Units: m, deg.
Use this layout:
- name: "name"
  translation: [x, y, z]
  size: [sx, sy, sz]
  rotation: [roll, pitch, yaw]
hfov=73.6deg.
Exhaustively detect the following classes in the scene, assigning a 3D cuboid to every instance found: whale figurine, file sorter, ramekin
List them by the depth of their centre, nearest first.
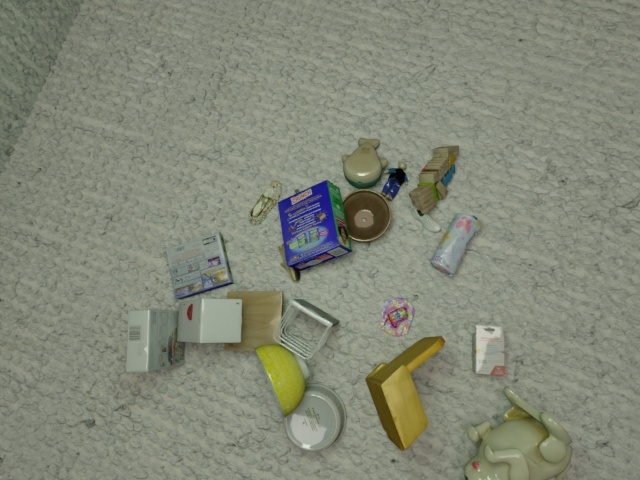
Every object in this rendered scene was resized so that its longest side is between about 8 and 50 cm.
- name: "ramekin"
  translation: [-0.032, 0.737, 1.765]
  size: [0.272, 0.127, 0.273]
  rotation: [-1, 79, 7]
- name: "file sorter"
  translation: [-0.057, 0.362, 1.770]
  size: [0.192, 0.277, 0.173]
  rotation: [30, 88, 11]
- name: "whale figurine"
  translation: [0.204, -0.353, 1.969]
  size: [0.216, 0.141, 0.272]
  rotation: [6, 55, 11]

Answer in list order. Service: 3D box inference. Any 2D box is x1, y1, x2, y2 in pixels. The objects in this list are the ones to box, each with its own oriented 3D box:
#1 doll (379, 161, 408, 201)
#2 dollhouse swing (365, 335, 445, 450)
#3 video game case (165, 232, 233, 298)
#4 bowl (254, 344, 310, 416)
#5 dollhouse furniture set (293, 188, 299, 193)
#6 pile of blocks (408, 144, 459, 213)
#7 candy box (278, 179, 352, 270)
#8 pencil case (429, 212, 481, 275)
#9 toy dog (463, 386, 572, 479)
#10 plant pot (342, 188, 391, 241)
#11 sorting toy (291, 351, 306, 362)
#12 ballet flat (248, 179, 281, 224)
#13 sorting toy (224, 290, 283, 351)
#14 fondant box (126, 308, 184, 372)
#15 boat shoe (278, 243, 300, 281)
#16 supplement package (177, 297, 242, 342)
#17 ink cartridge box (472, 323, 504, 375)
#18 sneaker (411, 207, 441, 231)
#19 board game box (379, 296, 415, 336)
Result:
- name: "doll"
  translation: [0.340, -0.280, 1.962]
  size: [0.129, 0.046, 0.189]
  rotation: [32, 81, -9]
- name: "dollhouse swing"
  translation: [0.365, 0.573, 1.651]
  size: [0.304, 0.347, 0.315]
  rotation: [-19, 77, -9]
- name: "video game case"
  translation: [-0.560, 0.119, 1.981]
  size: [0.269, 0.061, 0.244]
  rotation: [-17, 76, 3]
- name: "bowl"
  translation: [-0.134, 0.524, 1.693]
  size: [0.156, 0.289, 0.290]
  rotation: [-24, 77, -16]
- name: "dollhouse furniture set"
  translation: [-0.060, -0.223, 1.981]
  size: [0.114, 0.081, 0.091]
  rotation: [-25, 77, 1]
- name: "pile of blocks"
  translation: [0.506, -0.278, 1.930]
  size: [0.112, 0.149, 0.362]
  rotation: [13, 63, 52]
- name: "candy box"
  translation: [-0.030, -0.063, 1.852]
  size: [0.268, 0.122, 0.317]
  rotation: [-22, 65, 25]
- name: "pencil case"
  translation: [0.583, 0.016, 1.847]
  size: [0.124, 0.113, 0.273]
  rotation: [33, 83, -13]
- name: "toy dog"
  translation: [0.714, 0.831, 1.618]
  size: [0.408, 0.284, 0.395]
  rotation: [-43, 114, -5]
- name: "plant pot"
  translation: [0.197, -0.103, 1.915]
  size: [0.237, 0.110, 0.238]
  rotation: [-1, 79, 7]
- name: "sorting toy"
  translation: [-0.105, 0.521, 1.863]
  size: [0.075, 0.045, 0.083]
  rotation: [-21, 77, -5]
- name: "ballet flat"
  translation: [-0.258, -0.181, 1.999]
  size: [0.091, 0.077, 0.241]
  rotation: [27, 82, 12]
- name: "sorting toy"
  translation: [-0.280, 0.353, 1.880]
  size: [0.257, 0.089, 0.256]
  rotation: [-2, 79, 14]
- name: "fondant box"
  translation: [-0.681, 0.415, 1.799]
  size: [0.096, 0.330, 0.239]
  rotation: [-4, 79, 7]
- name: "boat shoe"
  translation: [-0.147, 0.103, 1.943]
  size: [0.072, 0.068, 0.190]
  rotation: [-22, 67, 14]
- name: "supplement package"
  translation: [-0.468, 0.337, 1.791]
  size: [0.175, 0.293, 0.178]
  rotation: [8, 76, -35]
- name: "ink cartridge box"
  translation: [0.694, 0.449, 1.771]
  size: [0.115, 0.067, 0.198]
  rotation: [3, 81, 7]
- name: "sneaker"
  translation: [0.472, -0.091, 1.906]
  size: [0.152, 0.061, 0.054]
  rotation: [38, 83, 11]
- name: "board game box"
  translation: [0.334, 0.331, 1.852]
  size: [0.133, 0.033, 0.169]
  rotation: [19, 82, 10]
